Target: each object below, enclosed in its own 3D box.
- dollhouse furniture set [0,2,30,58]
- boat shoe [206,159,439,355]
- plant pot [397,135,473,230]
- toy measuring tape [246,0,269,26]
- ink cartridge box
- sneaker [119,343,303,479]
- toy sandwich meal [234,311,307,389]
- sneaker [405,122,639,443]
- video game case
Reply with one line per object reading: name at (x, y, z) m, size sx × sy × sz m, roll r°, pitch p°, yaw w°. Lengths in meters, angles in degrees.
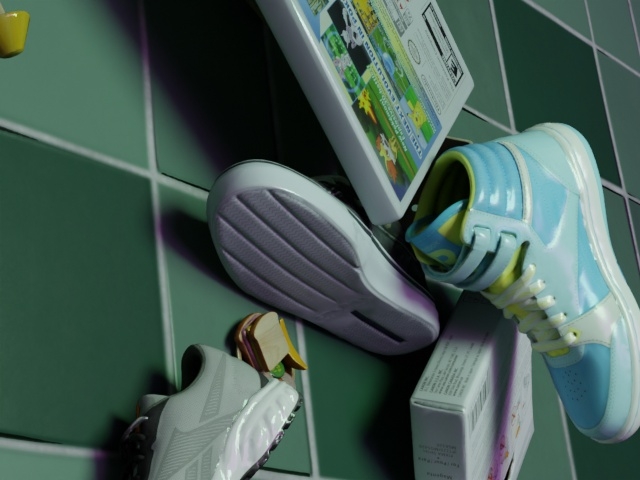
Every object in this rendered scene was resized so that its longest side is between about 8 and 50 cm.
dollhouse furniture set at (-0.241, -0.138, 0.829) m, size 0.303 × 0.286 × 0.198 m, roll -16°, pitch 86°, yaw -45°
boat shoe at (0.000, 0.000, 1.267) m, size 0.335 × 0.121 × 0.119 m, roll 42°, pitch 33°, yaw -50°
plant pot at (0.105, -0.045, 1.414) m, size 0.096 × 0.109 × 0.109 m, roll 41°, pitch 65°, yaw -62°
toy measuring tape at (-0.012, -0.255, 1.364) m, size 0.330 × 0.121 × 0.121 m, roll 51°, pitch 37°, yaw -25°
ink cartridge box at (0.163, 0.181, 1.414) m, size 0.275 × 0.060 × 0.238 m, roll -56°, pitch 148°, yaw -52°
sneaker at (-0.116, 0.184, 1.018) m, size 0.108 × 0.100 × 0.271 m, roll 36°, pitch 43°, yaw -3°
toy sandwich meal at (-0.043, 0.102, 1.205) m, size 0.086 × 0.029 × 0.085 m, roll 31°, pitch 49°, yaw -43°
sneaker at (0.184, 0.049, 1.295) m, size 0.208 × 0.127 × 0.318 m, roll -7°, pitch 76°, yaw -35°
video game case at (0.032, -0.222, 1.276) m, size 0.329 × 0.036 × 0.300 m, roll 62°, pitch 30°, yaw -19°
